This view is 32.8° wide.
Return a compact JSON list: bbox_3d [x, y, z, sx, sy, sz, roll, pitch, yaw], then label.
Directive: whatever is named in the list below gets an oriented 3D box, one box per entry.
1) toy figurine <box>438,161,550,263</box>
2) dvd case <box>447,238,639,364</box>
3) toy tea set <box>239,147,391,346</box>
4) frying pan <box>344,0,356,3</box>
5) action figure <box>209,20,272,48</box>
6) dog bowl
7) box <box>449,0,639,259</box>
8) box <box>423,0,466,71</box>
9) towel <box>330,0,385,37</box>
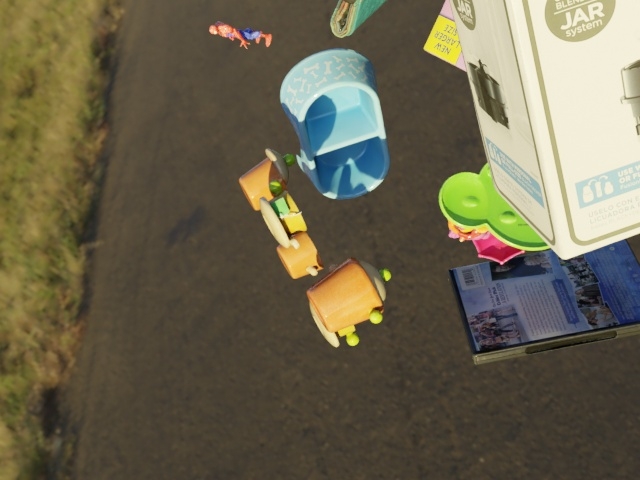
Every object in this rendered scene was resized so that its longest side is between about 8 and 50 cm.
[{"bbox_3d":[0.213,-0.023,1.357,0.159,0.173,0.130,113,152,-68],"label":"toy figurine"},{"bbox_3d":[0.309,0.077,1.450,0.253,0.022,0.180,-11,38,2],"label":"dvd case"},{"bbox_3d":[0.000,0.000,1.664,0.124,0.336,0.200,-29,-3,-6],"label":"toy tea set"},{"bbox_3d":[0.010,-0.329,0.800,0.197,0.326,0.053,-4,47,44],"label":"frying pan"},{"bbox_3d":[-0.124,-0.312,1.647,0.038,0.115,0.030,32,108,36],"label":"action figure"},{"bbox_3d":[0.035,-0.184,1.834,0.166,0.297,0.074,-18,50,-2],"label":"dog bowl"},{"bbox_3d":[0.131,-0.156,0.444,0.169,0.289,0.087,-18,26,-3],"label":"box"},{"bbox_3d":[0.256,-0.255,1.099,0.213,0.117,0.243,38,111,42],"label":"box"},{"bbox_3d":[0.153,-0.502,1.699,0.370,0.040,0.271,-48,-11,-29],"label":"towel"}]
